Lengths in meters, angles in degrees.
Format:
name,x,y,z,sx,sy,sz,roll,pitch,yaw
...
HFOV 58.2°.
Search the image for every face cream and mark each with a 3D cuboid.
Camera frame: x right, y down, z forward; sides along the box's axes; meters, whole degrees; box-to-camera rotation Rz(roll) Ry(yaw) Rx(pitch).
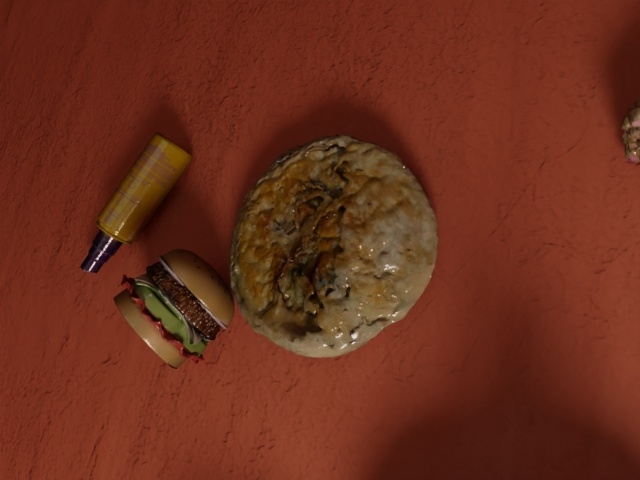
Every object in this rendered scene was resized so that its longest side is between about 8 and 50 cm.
name,x,y,z,sx,sy,sz,roll,pitch,yaw
face cream,-0.332,-0.058,1.011,0.078,0.078,0.273,35,91,33

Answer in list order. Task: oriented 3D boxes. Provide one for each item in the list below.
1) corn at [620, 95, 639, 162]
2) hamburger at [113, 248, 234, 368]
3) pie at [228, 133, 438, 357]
name,x,y,z,sx,sy,sz,roll,pitch,yaw
corn,0.467,-0.210,0.614,0.335,0.126,0.127,-44,57,12
hamburger,-0.205,0.090,0.841,0.137,0.175,0.175,-43,56,-9
pie,0.000,0.000,0.808,0.339,0.077,0.339,-10,68,25
